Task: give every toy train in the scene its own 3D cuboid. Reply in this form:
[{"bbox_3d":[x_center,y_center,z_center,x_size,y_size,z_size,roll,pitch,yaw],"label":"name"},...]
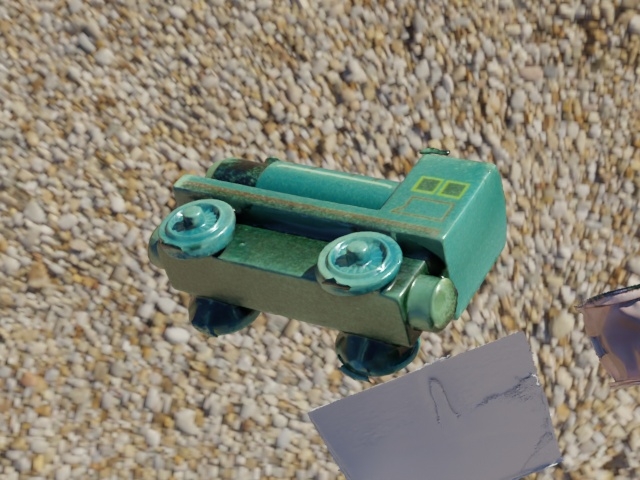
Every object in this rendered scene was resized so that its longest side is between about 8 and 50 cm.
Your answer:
[{"bbox_3d":[0.000,0.000,1.045,0.298,0.120,0.194,12,45,31],"label":"toy train"}]

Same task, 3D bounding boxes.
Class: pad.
[{"bbox_3d":[0.089,0.142,0.869,0.156,0.232,0.004,-21,54,5],"label":"pad"}]

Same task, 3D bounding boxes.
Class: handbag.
[{"bbox_3d":[0.422,0.110,1.471,0.205,0.179,0.116,-8,79,-23],"label":"handbag"}]
